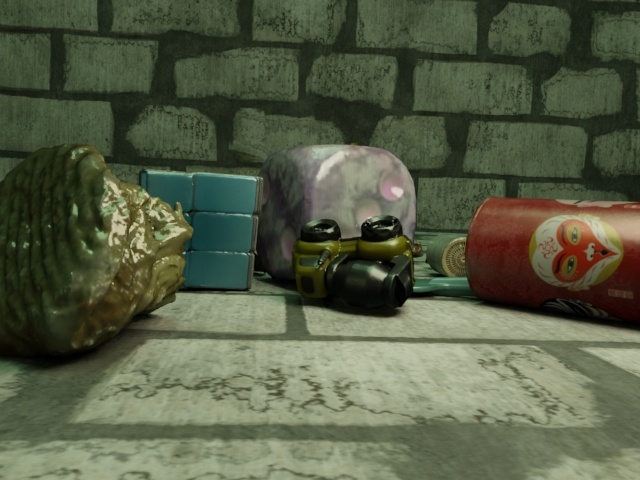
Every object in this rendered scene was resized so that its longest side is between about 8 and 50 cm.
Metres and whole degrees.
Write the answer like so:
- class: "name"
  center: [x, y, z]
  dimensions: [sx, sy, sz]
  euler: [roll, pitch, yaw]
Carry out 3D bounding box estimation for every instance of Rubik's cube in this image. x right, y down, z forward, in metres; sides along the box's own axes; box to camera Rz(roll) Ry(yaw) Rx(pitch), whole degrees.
- class: "Rubik's cube"
  center: [-0.252, -0.026, 1.231]
  dimensions: [0.231, 0.225, 0.221]
  euler: [2, 5, -16]

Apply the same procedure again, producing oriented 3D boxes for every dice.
- class: "dice"
  center: [0.023, -0.052, 1.303]
  dimensions: [0.270, 0.271, 0.270]
  euler: [0, -1, -30]

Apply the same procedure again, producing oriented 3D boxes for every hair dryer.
- class: "hair dryer"
  center: [0.448, 0.018, 1.496]
  dimensions: [0.357, 0.108, 0.173]
  euler: [-9, 6, -2]

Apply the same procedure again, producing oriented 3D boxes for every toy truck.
- class: "toy truck"
  center: [0.049, 0.053, 1.046]
  dimensions: [0.224, 0.147, 0.165]
  euler: [1, 26, 18]

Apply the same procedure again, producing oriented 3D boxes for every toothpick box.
- class: "toothpick box"
  center: [0.445, 0.029, 1.055]
  dimensions: [0.333, 0.204, 0.204]
  euler: [7, 6, 41]

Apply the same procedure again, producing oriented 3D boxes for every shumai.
- class: "shumai"
  center: [-0.280, 0.052, 0.793]
  dimensions: [0.262, 0.267, 0.314]
  euler: [40, 5, -46]

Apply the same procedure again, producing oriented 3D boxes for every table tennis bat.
- class: "table tennis bat"
  center: [0.207, 0.089, 1.225]
  dimensions: [0.244, 0.040, 0.153]
  euler: [0, 2, 20]

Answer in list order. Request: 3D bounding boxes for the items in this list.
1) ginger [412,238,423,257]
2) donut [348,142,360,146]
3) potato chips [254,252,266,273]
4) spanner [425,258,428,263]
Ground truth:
- class: "ginger"
  center: [0.158, 0.014, 1.807]
  dimensions: [0.290, 0.122, 0.084]
  euler: [5, 36, 0]
- class: "donut"
  center: [0.099, -0.086, 1.625]
  dimensions: [0.160, 0.330, 0.330]
  euler: [-21, -4, 21]
- class: "potato chips"
  center: [-0.231, 0.030, 1.449]
  dimensions: [0.228, 0.059, 0.167]
  euler: [11, -5, 4]
- class: "spanner"
  center: [0.441, 0.059, 1.725]
  dimensions: [0.324, 0.040, 0.095]
  euler: [2, 5, -20]
